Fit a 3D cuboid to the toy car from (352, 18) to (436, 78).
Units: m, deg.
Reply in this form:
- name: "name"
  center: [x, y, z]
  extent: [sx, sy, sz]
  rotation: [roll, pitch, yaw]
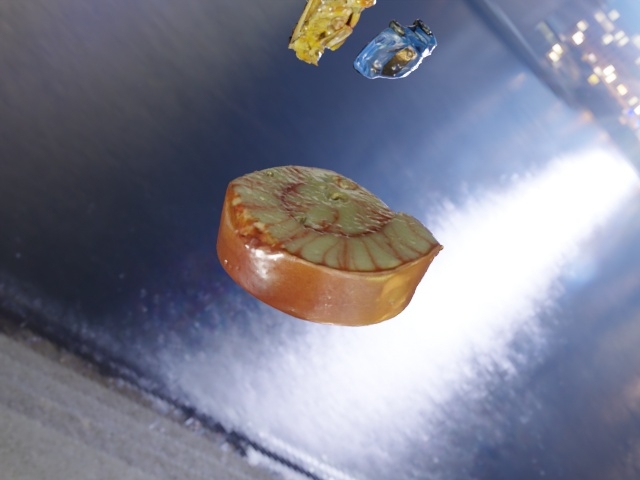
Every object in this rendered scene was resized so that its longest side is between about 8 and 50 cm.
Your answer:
- name: "toy car"
  center: [0.126, -0.304, 1.805]
  extent: [0.063, 0.103, 0.216]
  rotation: [49, 26, 8]

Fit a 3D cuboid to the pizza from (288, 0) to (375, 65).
- name: "pizza"
  center: [0.049, -0.391, 1.534]
  extent: [0.074, 0.251, 0.288]
  rotation: [21, -14, -14]

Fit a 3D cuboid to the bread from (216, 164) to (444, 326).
- name: "bread"
  center: [-0.004, -0.001, 1.689]
  extent: [0.295, 0.114, 0.328]
  rotation: [-15, 40, -40]
